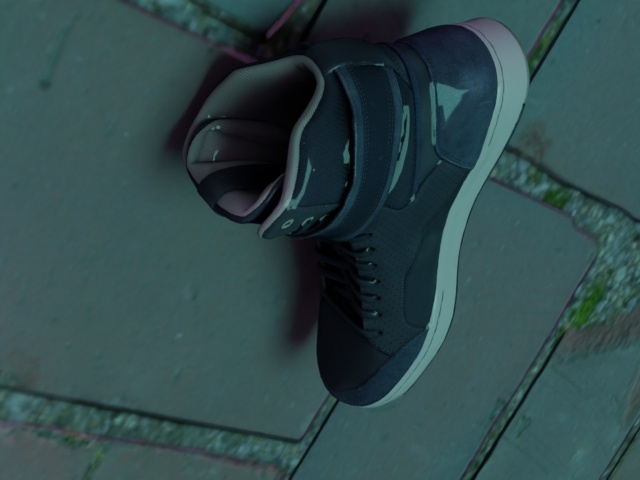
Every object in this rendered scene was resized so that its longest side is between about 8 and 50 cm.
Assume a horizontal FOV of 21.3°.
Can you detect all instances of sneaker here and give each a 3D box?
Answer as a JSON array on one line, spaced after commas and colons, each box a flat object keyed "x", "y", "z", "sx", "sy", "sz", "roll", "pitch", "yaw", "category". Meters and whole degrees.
[{"x": -0.001, "y": -0.002, "z": 0.836, "sx": 0.163, "sy": 0.086, "sz": 0.226, "roll": -13, "pitch": 130, "yaw": -41, "category": "sneaker"}]
